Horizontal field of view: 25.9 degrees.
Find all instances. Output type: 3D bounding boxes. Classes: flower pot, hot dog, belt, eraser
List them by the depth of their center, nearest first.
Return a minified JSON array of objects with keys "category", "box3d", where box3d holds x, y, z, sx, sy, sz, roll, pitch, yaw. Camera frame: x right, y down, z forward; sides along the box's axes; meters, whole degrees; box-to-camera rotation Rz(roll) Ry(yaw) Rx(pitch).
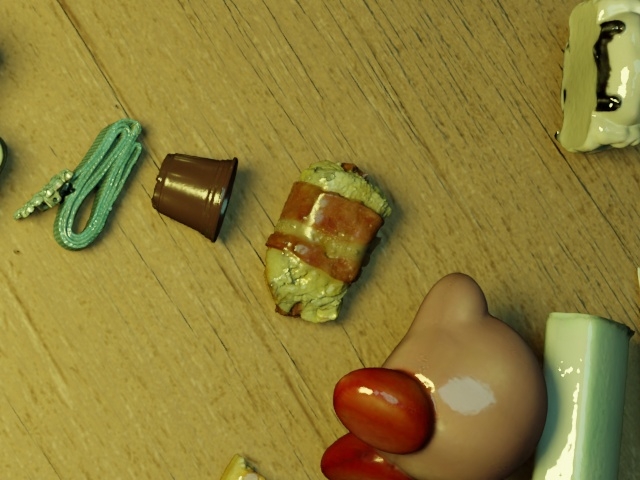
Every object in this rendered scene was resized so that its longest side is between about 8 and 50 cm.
[{"category":"belt","box3d":[-0.287,-0.078,1.704,0.100,0.065,0.179,33,71,-17]},{"category":"flower pot","box3d":[-0.158,-0.061,1.720,0.089,0.111,0.111,16,76,0]},{"category":"hot dog","box3d":[0.000,0.000,1.756,0.146,0.103,0.213,36,81,-30]},{"category":"eraser","box3d":[0.330,0.245,1.767,0.104,0.189,0.290,3,77,21]}]

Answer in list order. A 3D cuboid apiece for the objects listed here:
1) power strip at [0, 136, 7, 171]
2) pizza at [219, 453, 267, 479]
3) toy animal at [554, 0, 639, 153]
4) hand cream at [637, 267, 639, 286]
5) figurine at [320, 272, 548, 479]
[{"category":"power strip","box3d":[-0.478,-0.137,1.638,0.229,0.141,0.261,28,88,-9]},{"category":"pizza","box3d":[-0.074,0.392,1.682,0.134,0.056,0.271,-15,84,-16]},{"category":"toy animal","box3d":[0.410,-0.216,1.860,0.155,0.204,0.208,4,87,-12]},{"category":"hand cream","box3d":[0.498,0.160,1.888,0.133,0.083,0.248,8,68,-17]},{"category":"figurine","box3d":[0.157,0.205,1.671,0.211,0.270,0.261,35,60,16]}]
